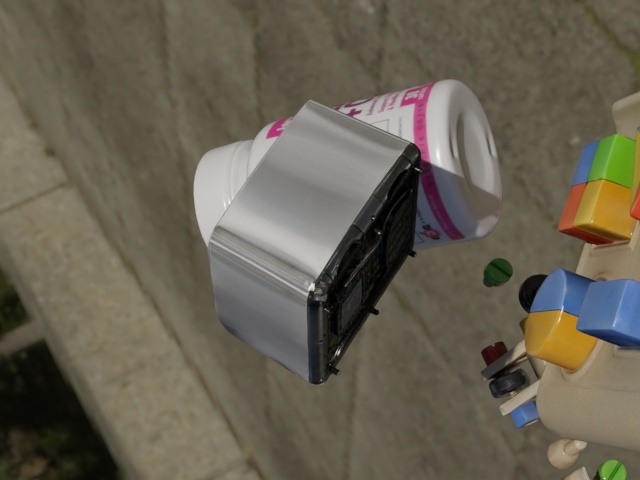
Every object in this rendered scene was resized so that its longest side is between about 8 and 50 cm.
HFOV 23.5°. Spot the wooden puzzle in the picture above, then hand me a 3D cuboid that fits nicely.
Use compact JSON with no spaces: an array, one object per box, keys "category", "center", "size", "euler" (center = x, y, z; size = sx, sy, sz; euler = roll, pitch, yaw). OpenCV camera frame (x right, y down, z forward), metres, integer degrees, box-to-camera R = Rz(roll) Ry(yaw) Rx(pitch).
[{"category":"wooden puzzle","center":[0.281,0.014,1.424],"size":[0.322,0.080,0.348],"euler":[163,122,-78]}]

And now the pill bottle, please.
[{"category":"pill bottle","center":[0.026,-0.056,1.551],"size":[0.160,0.283,0.160],"euler":[39,-134,-54]}]

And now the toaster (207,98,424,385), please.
[{"category":"toaster","center":[0.000,0.000,1.221],"size":[0.110,0.168,0.186],"euler":[27,154,15]}]

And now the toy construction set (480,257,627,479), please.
[{"category":"toy construction set","center":[0.347,0.164,1.941],"size":[0.237,0.257,0.309],"euler":[121,155,-68]}]
